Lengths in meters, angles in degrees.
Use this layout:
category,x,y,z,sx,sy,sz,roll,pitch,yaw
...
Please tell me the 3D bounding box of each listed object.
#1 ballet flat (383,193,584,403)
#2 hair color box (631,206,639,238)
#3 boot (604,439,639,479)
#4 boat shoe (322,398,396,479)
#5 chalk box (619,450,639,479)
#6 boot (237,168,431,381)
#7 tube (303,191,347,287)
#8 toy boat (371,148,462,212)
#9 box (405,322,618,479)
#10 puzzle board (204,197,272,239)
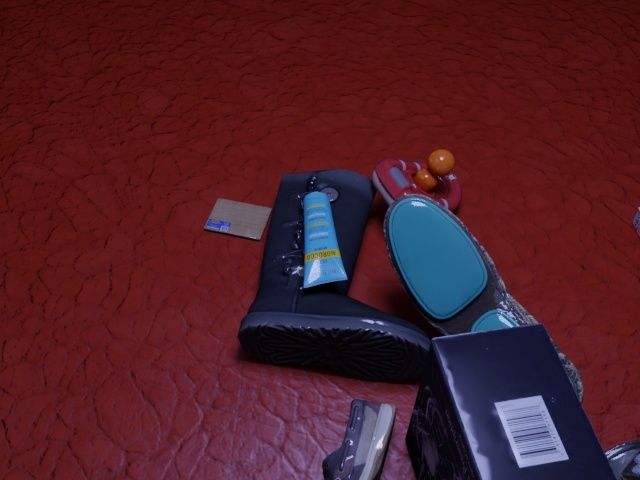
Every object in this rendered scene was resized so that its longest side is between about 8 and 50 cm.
category,x,y,z,sx,sy,sz,roll,pitch,yaw
ballet flat,0.286,0.128,1.309,0.164,0.182,0.482,-40,76,7
hair color box,0.754,0.001,1.548,0.093,0.053,0.167,-3,49,-3
boot,0.483,0.424,1.157,0.247,0.083,0.161,-12,62,-13
boat shoe,0.047,0.377,1.157,0.092,0.102,0.285,13,45,16
chalk box,0.646,0.351,1.103,0.289,0.180,0.179,-33,96,-27
boot,0.060,0.046,1.436,0.367,0.146,0.445,10,44,4
tube,0.000,0.000,1.354,0.080,0.052,0.207,-14,50,9
toy boat,0.231,-0.134,1.542,0.231,0.151,0.151,0,50,-50
box,0.267,0.355,1.038,0.179,0.312,0.343,-7,48,-8
puzzle board,-0.182,-0.047,1.584,0.128,0.011,0.096,11,50,8
